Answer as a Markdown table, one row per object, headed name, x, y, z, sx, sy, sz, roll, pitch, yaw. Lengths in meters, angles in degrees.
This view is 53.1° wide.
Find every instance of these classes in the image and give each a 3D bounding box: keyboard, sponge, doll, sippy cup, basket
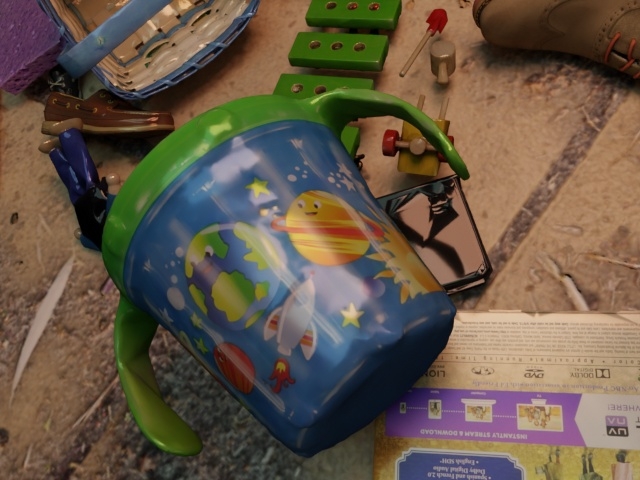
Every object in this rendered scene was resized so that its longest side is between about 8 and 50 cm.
| name | x | y | z | sx | sy | sz | roll | pitch | yaw |
| --- | --- | --- | --- | --- | --- | --- | --- | --- | --- |
| keyboard | 0.000 | 0.000 | 0.681 | 0.317 | 0.033 | 0.201 | -17 | 67 | 7 |
| sponge | -0.390 | -0.305 | 0.873 | 0.117 | 0.031 | 0.210 | -28 | 58 | 20 |
| doll | -0.255 | -0.044 | 0.728 | 0.129 | 0.046 | 0.189 | -36 | 81 | 42 |
| sippy cup | -0.020 | 0.038 | 0.524 | 0.240 | 0.305 | 0.224 | -18 | 55 | -42 |
| basket | -0.181 | -0.285 | 0.713 | 0.255 | 0.201 | 0.289 | -38 | 24 | -2 |

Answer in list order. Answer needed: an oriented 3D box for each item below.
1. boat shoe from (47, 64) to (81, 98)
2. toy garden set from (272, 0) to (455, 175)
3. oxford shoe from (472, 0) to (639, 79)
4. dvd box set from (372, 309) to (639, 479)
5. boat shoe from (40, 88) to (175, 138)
| name | x | y | z | sx | sy | sz | roll | pitch | yaw |
| --- | --- | --- | --- | --- | --- | --- | --- | --- | --- |
| boat shoe | -0.339 | -0.214 | 0.847 | 0.046 | 0.038 | 0.125 | 1 | 70 | 15 |
| toy garden set | 0.059 | -0.170 | 0.706 | 0.204 | 0.049 | 0.244 | 9 | 61 | 18 |
| oxford shoe | 0.327 | -0.211 | 0.630 | 0.348 | 0.123 | 0.130 | 1 | 75 | 16 |
| dvd box set | 0.192 | 0.264 | 0.510 | 0.308 | 0.062 | 0.420 | -2 | 68 | 14 |
| boat shoe | -0.262 | -0.155 | 0.781 | 0.178 | 0.064 | 0.060 | 4 | 95 | 17 |
